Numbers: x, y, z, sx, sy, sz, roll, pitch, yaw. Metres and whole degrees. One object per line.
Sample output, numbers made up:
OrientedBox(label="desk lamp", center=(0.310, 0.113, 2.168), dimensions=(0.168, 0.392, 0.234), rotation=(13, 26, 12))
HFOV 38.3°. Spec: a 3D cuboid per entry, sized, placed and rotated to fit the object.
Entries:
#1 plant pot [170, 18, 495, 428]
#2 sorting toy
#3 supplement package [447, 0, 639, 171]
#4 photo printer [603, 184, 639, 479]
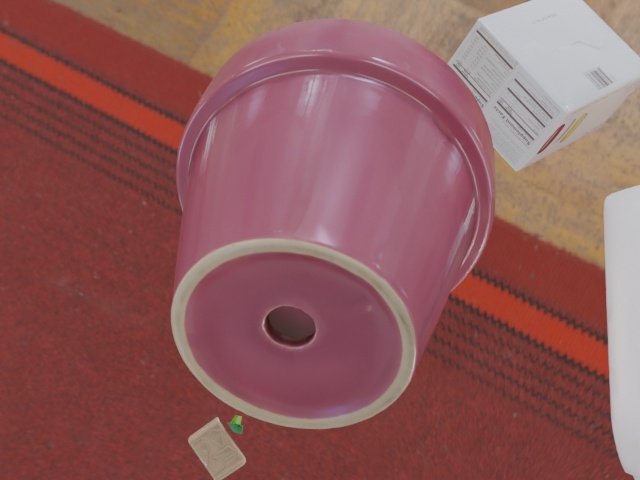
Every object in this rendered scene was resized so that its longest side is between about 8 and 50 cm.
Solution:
OrientedBox(label="plant pot", center=(0.000, 0.000, 0.534), dimensions=(0.201, 0.201, 0.180), rotation=(2, 36, 11))
OrientedBox(label="sorting toy", center=(-0.108, 0.231, 1.042), dimensions=(0.083, 0.012, 0.062), rotation=(-39, 80, 30))
OrientedBox(label="supplement package", center=(0.360, -0.263, 1.480), dimensions=(0.262, 0.145, 0.204), rotation=(-27, 71, -38))
OrientedBox(label="photo printer", center=(0.387, 0.078, 0.832), dimensions=(0.256, 0.107, 0.308), rotation=(-13, 55, 34))
